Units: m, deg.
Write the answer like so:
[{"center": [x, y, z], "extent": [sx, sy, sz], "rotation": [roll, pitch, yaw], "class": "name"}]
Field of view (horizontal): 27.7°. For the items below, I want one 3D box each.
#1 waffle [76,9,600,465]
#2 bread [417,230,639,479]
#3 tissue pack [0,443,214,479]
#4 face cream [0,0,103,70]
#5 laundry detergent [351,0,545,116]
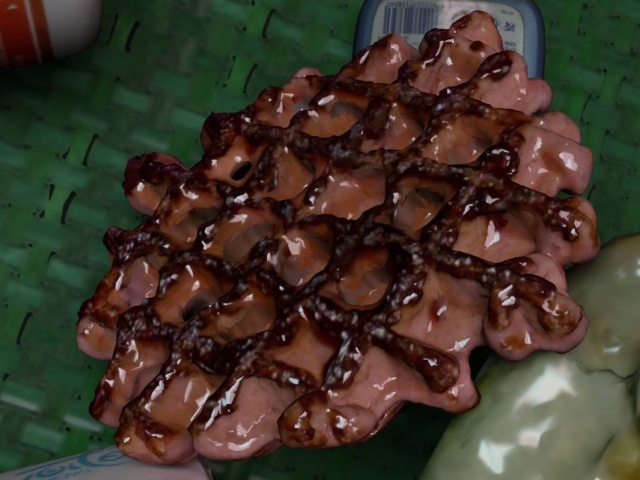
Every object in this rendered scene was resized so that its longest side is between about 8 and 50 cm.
[{"center": [0.000, 0.000, 0.546], "extent": [0.234, 0.055, 0.221], "rotation": [-22, 42, 11], "class": "waffle"}, {"center": [0.160, 0.133, 0.520], "extent": [0.264, 0.239, 0.395], "rotation": [22, 66, 26], "class": "bread"}, {"center": [-0.154, 0.180, 0.493], "extent": [0.271, 0.201, 0.124], "rotation": [-14, 108, -11], "class": "tissue pack"}, {"center": [-0.200, -0.162, 0.546], "extent": [0.187, 0.201, 0.201], "rotation": [-12, 83, -10], "class": "face cream"}, {"center": [0.055, -0.020, 0.633], "extent": [0.097, 0.061, 0.206], "rotation": [8, 80, -5], "class": "laundry detergent"}]
